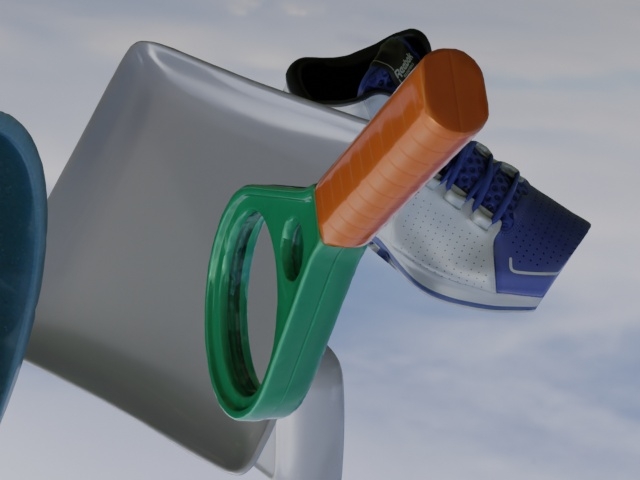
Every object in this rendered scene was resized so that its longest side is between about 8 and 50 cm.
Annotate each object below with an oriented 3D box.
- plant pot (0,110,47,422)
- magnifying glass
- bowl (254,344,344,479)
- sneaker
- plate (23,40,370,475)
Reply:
[{"bbox_3d":[-0.393,0.036,0.903,0.334,0.341,0.341,18,-162,8],"label":"plant pot"},{"bbox_3d":[0.000,0.000,0.526,0.026,0.092,0.231,2,157,-19],"label":"magnifying glass"},{"bbox_3d":[-0.036,0.138,1.228,0.053,0.142,0.142,-9,-157,-29],"label":"bowl"},{"bbox_3d":[0.084,-0.072,1.279,0.315,0.182,0.127,26,-129,11],"label":"sneaker"},{"bbox_3d":[-0.096,0.006,1.136,0.277,0.278,0.045,23,172,30],"label":"plate"}]
